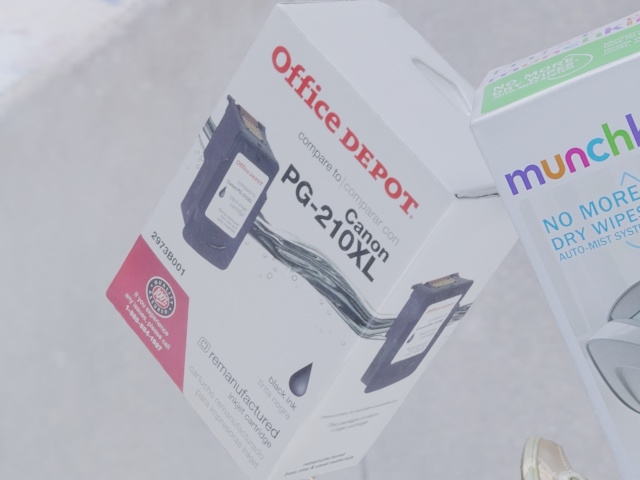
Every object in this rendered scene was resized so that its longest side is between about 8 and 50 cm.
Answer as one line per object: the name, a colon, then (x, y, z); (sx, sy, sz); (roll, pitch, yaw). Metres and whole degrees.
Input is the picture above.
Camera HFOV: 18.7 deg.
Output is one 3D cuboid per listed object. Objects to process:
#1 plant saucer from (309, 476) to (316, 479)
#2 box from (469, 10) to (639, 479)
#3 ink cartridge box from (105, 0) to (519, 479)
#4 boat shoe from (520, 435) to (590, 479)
plant saucer: (-0.012, 0.205, 2.005); (0.083, 0.015, 0.083); (-173, 90, -75)
box: (0.237, -0.017, 0.919); (0.127, 0.262, 0.231); (-61, -51, -70)
ink cartridge box: (0.000, 0.000, 1.141); (0.172, 0.100, 0.237); (49, 124, 26)
boat shoe: (0.263, 0.299, 2.014); (0.302, 0.098, 0.109); (-88, -9, -67)
